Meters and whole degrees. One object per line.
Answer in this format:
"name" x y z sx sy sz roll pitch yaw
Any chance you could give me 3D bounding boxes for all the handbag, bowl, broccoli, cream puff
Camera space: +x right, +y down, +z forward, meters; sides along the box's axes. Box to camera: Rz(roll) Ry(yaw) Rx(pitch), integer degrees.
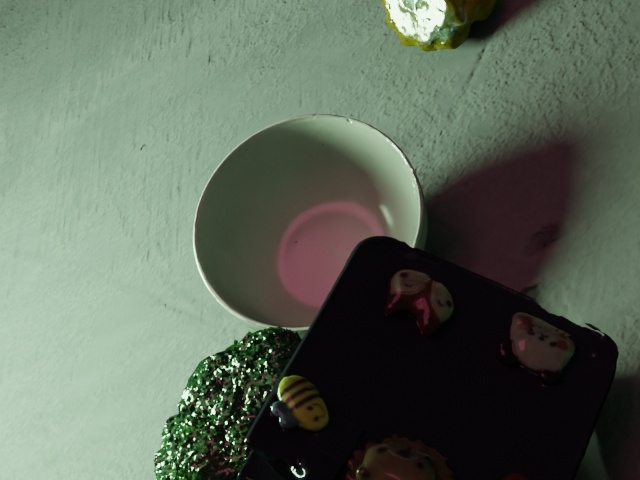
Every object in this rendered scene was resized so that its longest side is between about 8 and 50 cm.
"handbag" 0.112 0.175 1.442 0.303 0.122 0.329 24 50 10
"bowl" 0.000 0.000 1.786 0.287 0.144 0.287 -6 67 15
"broccoli" -0.039 0.229 1.602 0.295 0.245 0.265 -16 54 -3
"cream puff" 0.167 -0.332 1.982 0.146 0.146 0.116 10 26 45
